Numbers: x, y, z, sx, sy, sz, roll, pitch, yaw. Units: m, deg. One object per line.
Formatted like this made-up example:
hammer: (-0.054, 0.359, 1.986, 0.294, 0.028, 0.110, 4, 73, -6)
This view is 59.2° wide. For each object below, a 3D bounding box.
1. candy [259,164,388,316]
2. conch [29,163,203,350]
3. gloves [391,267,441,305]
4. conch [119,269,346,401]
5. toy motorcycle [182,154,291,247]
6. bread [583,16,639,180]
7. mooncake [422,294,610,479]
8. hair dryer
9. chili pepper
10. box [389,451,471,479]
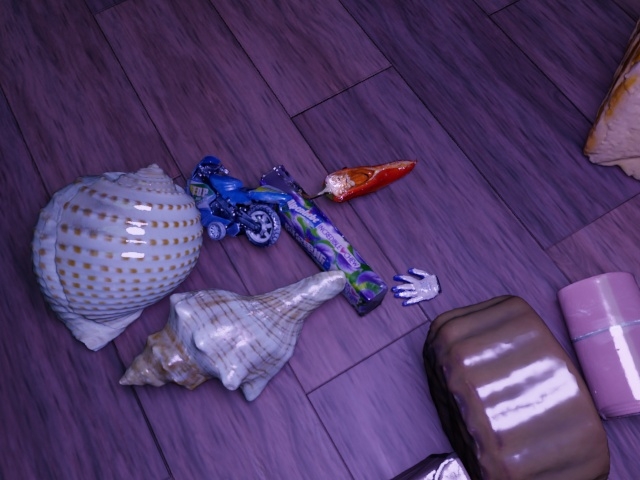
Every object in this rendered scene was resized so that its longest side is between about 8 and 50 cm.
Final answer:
candy: (0.000, 0.000, 1.005, 0.061, 0.088, 0.312, -35, 69, -16)
conch: (-0.369, 0.009, 0.955, 0.303, 0.215, 0.319, 25, 76, 27)
gloves: (0.168, 0.080, 0.997, 0.086, 0.026, 0.064, -14, 65, 3)
conch: (-0.136, 0.162, 0.902, 0.386, 0.203, 0.169, -16, 23, 8)
toy motorcycle: (-0.165, -0.075, 1.017, 0.255, 0.092, 0.135, 19, 108, 29)
bread: (0.664, -0.309, 0.941, 0.279, 0.390, 0.371, 22, 69, 17)
mooncake: (0.251, 0.224, 0.789, 0.161, 0.290, 0.290, -20, 67, -1)
hair dryer: (0.570, 0.133, 0.852, 0.353, 0.125, 0.210, -18, 66, 17)
chili pepper: (0.075, -0.110, 1.045, 0.268, 0.050, 0.059, -20, 65, -31)
box: (0.164, 0.442, 0.761, 0.153, 0.188, 0.252, -24, 70, -9)
